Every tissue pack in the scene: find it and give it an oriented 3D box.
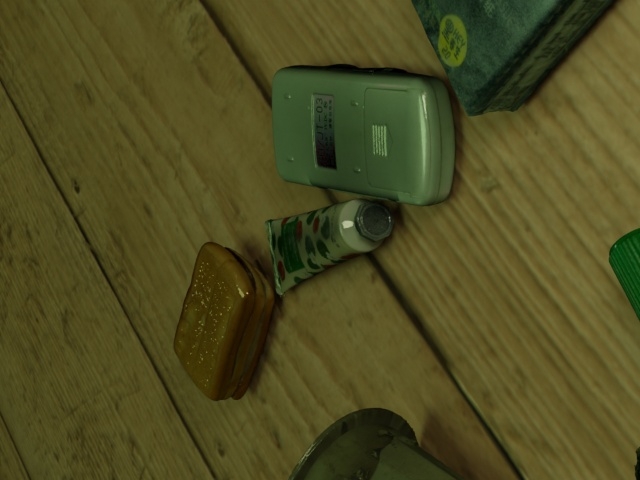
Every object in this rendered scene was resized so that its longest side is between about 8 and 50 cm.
[{"bbox_3d":[0.182,-0.259,1.468,0.257,0.081,0.185,-52,55,52],"label":"tissue pack"}]

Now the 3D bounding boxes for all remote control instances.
[{"bbox_3d":[0.043,-0.119,1.750,0.296,0.056,0.140,12,109,55],"label":"remote control"}]

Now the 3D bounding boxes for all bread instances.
[{"bbox_3d":[-0.120,0.102,2.047,0.116,0.077,0.200,53,137,40],"label":"bread"}]

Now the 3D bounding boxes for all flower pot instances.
[{"bbox_3d":[0.091,0.300,1.658,0.202,0.212,0.212,23,117,45],"label":"flower pot"}]

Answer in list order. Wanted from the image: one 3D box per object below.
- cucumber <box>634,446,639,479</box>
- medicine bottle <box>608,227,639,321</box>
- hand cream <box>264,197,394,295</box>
[{"bbox_3d":[0.338,0.277,1.369,0.067,0.067,0.245,-58,45,47],"label":"cucumber"},{"bbox_3d":[0.327,0.123,1.334,0.111,0.076,0.309,-55,53,45],"label":"medicine bottle"},{"bbox_3d":[0.000,0.000,1.854,0.276,0.059,0.095,-21,77,62],"label":"hand cream"}]
